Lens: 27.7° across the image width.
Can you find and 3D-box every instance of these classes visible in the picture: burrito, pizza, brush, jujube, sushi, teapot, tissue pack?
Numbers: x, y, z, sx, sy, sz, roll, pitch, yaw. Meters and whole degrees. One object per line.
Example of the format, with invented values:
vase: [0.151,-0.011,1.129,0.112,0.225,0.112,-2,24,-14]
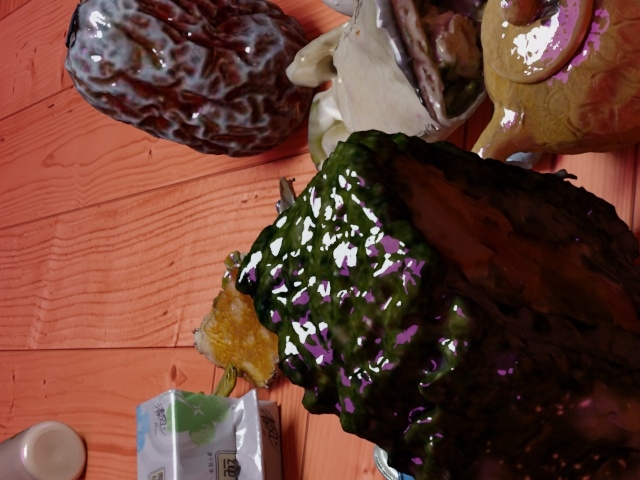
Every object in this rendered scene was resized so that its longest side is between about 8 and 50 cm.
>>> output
burrito: [0.076,-0.170,1.393,0.190,0.135,0.332,66,157,4]
pizza: [-0.082,0.107,1.616,0.147,0.069,0.226,48,144,17]
brush: [-0.140,0.214,1.683,0.218,0.010,0.082,123,144,-55]
jujube: [-0.169,-0.229,1.649,0.226,0.317,0.226,-164,90,-71]
sushi: [0.136,0.072,1.011,0.178,0.352,0.294,-55,38,28]
teapot: [0.219,-0.193,1.123,0.203,0.167,0.311,38,107,48]
tissue pack: [-0.117,0.294,1.523,0.145,0.159,0.229,-35,51,48]

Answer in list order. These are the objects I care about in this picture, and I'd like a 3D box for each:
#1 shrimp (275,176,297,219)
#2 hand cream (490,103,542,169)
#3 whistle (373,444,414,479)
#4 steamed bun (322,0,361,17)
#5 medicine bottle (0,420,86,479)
shrimp: [0.000,0.000,1.544,0.126,0.047,0.223,-44,51,32]
hand cream: [0.204,-0.156,1.273,0.095,0.046,0.175,-6,68,58]
whistle: [0.107,0.223,1.274,0.114,0.077,0.236,-23,49,19]
steamed bun: [0.081,-0.354,1.453,0.177,0.130,0.228,18,92,50]
medicine bottle: [-0.481,0.372,2.127,0.252,0.114,0.114,-30,55,51]
